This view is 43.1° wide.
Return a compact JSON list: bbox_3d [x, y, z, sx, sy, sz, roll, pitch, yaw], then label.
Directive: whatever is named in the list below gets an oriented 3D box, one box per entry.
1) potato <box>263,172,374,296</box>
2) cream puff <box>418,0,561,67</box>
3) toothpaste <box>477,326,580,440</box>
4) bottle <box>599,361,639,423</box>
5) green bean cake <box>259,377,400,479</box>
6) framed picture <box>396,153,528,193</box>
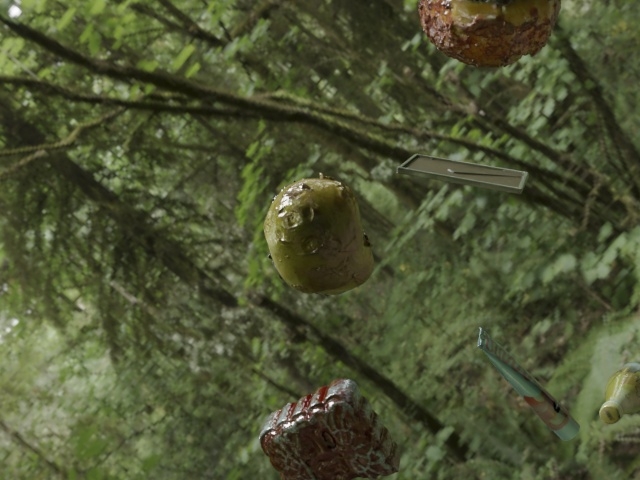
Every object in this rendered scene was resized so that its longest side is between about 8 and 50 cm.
[{"bbox_3d":[0.000,0.000,1.893,0.246,0.299,0.196,-31,6,-7],"label":"potato"},{"bbox_3d":[0.290,-0.382,1.393,0.240,0.240,0.164,-50,-35,-69],"label":"cream puff"},{"bbox_3d":[0.295,0.208,1.169,0.036,0.205,0.056,-40,10,22],"label":"toothpaste"},{"bbox_3d":[0.593,0.300,1.583,0.083,0.083,0.270,-51,-21,25],"label":"bottle"},{"bbox_3d":[0.011,0.395,1.586,0.233,0.198,0.097,-27,11,17],"label":"green bean cake"},{"bbox_3d":[0.382,-0.180,2.152,0.240,0.324,0.020,-40,-41,-68],"label":"framed picture"}]
